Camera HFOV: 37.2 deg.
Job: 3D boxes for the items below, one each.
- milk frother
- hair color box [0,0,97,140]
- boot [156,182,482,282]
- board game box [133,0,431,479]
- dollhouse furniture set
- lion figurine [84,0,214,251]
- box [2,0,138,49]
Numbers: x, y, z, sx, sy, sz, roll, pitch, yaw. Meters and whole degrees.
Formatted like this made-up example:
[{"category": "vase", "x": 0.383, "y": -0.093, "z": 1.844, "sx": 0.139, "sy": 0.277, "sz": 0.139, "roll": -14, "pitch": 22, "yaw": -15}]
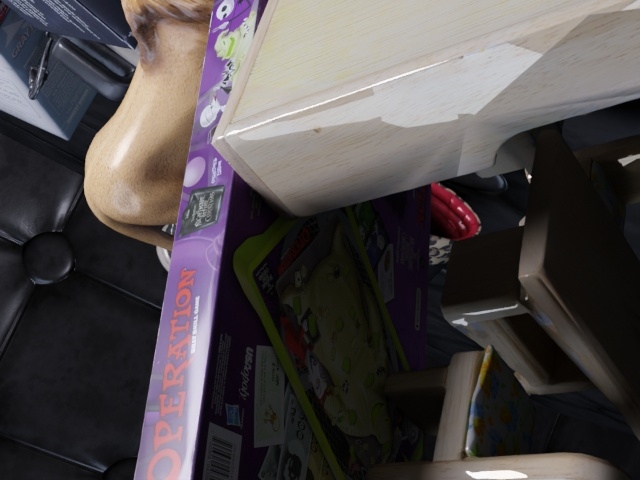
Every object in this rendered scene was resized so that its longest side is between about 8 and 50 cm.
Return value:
[{"category": "milk frother", "x": -0.258, "y": -0.203, "z": 1.106, "sx": 0.134, "sy": 0.129, "sz": 0.143, "roll": 35, "pitch": 146, "yaw": -11}, {"category": "hair color box", "x": -0.413, "y": -0.273, "z": 1.155, "sx": 0.185, "sy": 0.114, "sz": 0.374, "roll": 24, "pitch": 166, "yaw": 10}, {"category": "boot", "x": 0.000, "y": 0.000, "z": 1.273, "sx": 0.377, "sy": 0.138, "sz": 0.284, "roll": 25, "pitch": 135, "yaw": -17}, {"category": "board game box", "x": -0.002, "y": 0.010, "z": 0.581, "sx": 0.056, "sy": 0.347, "sz": 0.208, "roll": -17, "pitch": 145, "yaw": 37}, {"category": "dollhouse furniture set", "x": 0.171, "y": -0.018, "z": 0.568, "sx": 0.256, "sy": 0.362, "sz": 0.394, "roll": -13, "pitch": 135, "yaw": 35}, {"category": "lion figurine", "x": -0.102, "y": -0.116, "z": 0.746, "sx": 0.240, "sy": 0.392, "sz": 0.142, "roll": 3, "pitch": -153, "yaw": -39}, {"category": "box", "x": -0.262, "y": -0.275, "z": 0.936, "sx": 0.158, "sy": 0.093, "sz": 0.156, "roll": 19, "pitch": 169, "yaw": 34}]
